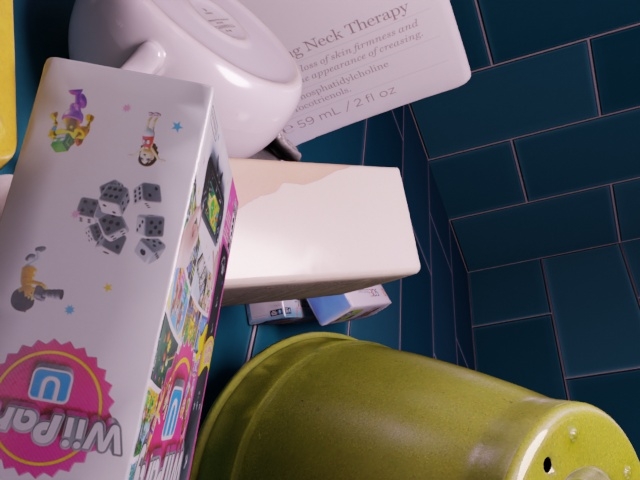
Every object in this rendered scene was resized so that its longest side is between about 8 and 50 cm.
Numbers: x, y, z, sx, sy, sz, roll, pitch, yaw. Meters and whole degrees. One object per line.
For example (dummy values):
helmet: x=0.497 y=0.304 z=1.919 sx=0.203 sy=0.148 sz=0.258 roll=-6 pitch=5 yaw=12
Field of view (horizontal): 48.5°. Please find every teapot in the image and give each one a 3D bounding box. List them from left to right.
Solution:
teapot: x=-0.157 y=-0.154 z=0.724 sx=0.256 sy=0.187 sz=0.252 roll=17 pitch=34 yaw=-44

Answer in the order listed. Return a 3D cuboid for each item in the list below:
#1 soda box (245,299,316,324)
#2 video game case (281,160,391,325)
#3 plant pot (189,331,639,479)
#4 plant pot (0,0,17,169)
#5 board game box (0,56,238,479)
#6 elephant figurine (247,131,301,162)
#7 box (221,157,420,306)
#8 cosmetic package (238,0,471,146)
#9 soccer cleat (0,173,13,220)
soda box: x=-0.048 y=0.091 z=1.057 sx=0.183 sy=0.058 sz=0.063 roll=16 pitch=61 yaw=-69
video game case: x=0.000 y=0.000 z=1.134 sx=0.269 sy=0.061 sz=0.244 roll=61 pitch=14 yaw=12
plant pot: x=0.109 y=0.272 z=0.710 sx=0.366 sy=0.353 sz=0.366 roll=7 pitch=79 yaw=-38
plant pot: x=-0.266 y=-0.098 z=0.329 sx=0.212 sy=0.187 sz=0.212 roll=29 pitch=51 yaw=-66
board game box: x=-0.126 y=0.083 z=0.428 sx=0.224 sy=0.098 sz=0.303 roll=99 pitch=1 yaw=-77
elephant figurine: x=-0.105 y=-0.110 z=0.923 sx=0.169 sy=0.186 sz=0.239 roll=-30 pitch=97 yaw=-37
box: x=-0.063 y=-0.003 z=0.716 sx=0.311 sy=0.148 sz=0.121 roll=-2 pitch=77 yaw=-40
cosmetic package: x=-0.011 y=-0.413 z=1.035 sx=0.393 sy=0.329 sz=0.327 roll=54 pitch=23 yaw=-49
soccer cleat: x=-0.231 y=0.044 z=0.551 sx=0.076 sy=0.068 sz=0.196 roll=123 pitch=-50 yaw=-66
